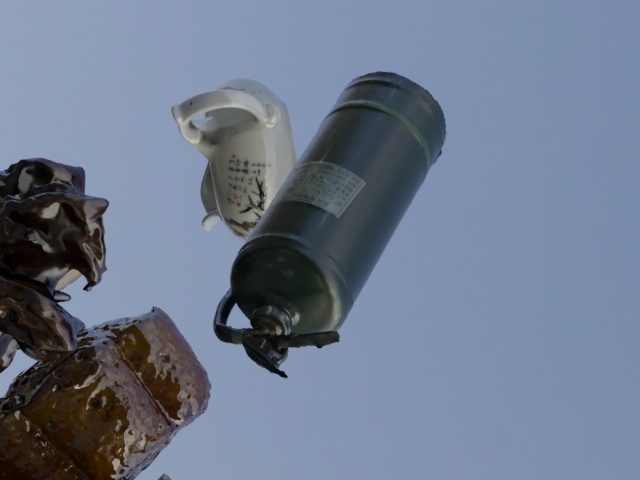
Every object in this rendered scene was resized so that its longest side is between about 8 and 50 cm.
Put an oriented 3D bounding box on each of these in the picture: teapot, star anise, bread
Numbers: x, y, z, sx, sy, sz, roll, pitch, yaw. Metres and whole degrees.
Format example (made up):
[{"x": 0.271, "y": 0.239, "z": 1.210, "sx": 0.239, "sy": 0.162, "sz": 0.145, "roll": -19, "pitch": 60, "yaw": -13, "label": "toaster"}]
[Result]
[{"x": -0.105, "y": -0.109, "z": 2.341, "sx": 0.299, "sy": 0.166, "sz": 0.208, "roll": 66, "pitch": 23, "yaw": -59, "label": "teapot"}, {"x": -0.238, "y": 0.033, "z": 1.337, "sx": 0.220, "sy": 0.126, "sz": 0.190, "roll": -34, "pitch": -137, "yaw": 44, "label": "star anise"}, {"x": -0.204, "y": 0.156, "z": 1.652, "sx": 0.135, "sy": 0.232, "sz": 0.246, "roll": 46, "pitch": -39, "yaw": 4, "label": "bread"}]

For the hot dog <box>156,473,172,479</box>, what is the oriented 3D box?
[{"x": -0.154, "y": 0.360, "z": 2.151, "sx": 0.099, "sy": 0.053, "sz": 0.192, "roll": 67, "pitch": -1, "yaw": -52, "label": "hot dog"}]

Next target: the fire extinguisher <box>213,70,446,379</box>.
[{"x": 0.000, "y": 0.000, "z": 1.325, "sx": 0.118, "sy": 0.294, "sz": 0.093, "roll": -3, "pitch": -52, "yaw": 31, "label": "fire extinguisher"}]
